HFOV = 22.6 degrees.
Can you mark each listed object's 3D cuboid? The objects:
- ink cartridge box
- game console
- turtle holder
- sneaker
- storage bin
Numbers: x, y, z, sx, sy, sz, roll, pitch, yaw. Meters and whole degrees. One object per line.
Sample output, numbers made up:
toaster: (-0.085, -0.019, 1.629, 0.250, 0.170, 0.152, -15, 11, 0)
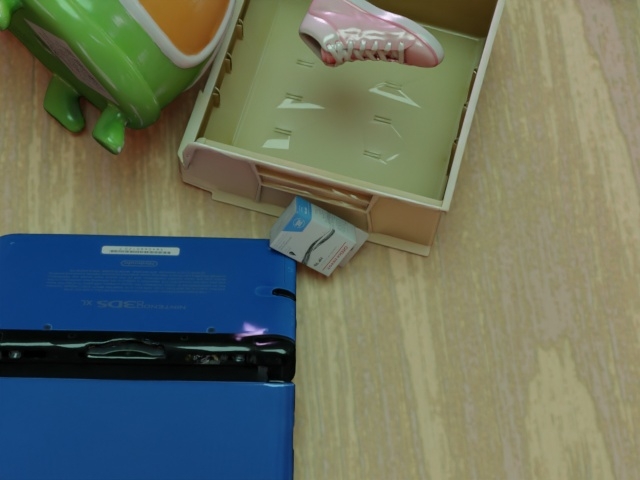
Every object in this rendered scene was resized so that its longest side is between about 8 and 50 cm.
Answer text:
ink cartridge box: (0.000, 0.000, 1.487, 0.083, 0.048, 0.028, 27, 31, -20)
game console: (-0.169, 0.132, 1.458, 0.293, 0.173, 0.250, 2, 36, -2)
turtle holder: (-0.205, -0.237, 1.510, 0.243, 0.320, 0.227, 45, 81, -10)
sneaker: (0.041, -0.176, 1.450, 0.134, 0.051, 0.070, 30, 71, 14)
storage bin: (0.022, -0.152, 1.532, 0.260, 0.123, 0.262, 15, 68, 4)
